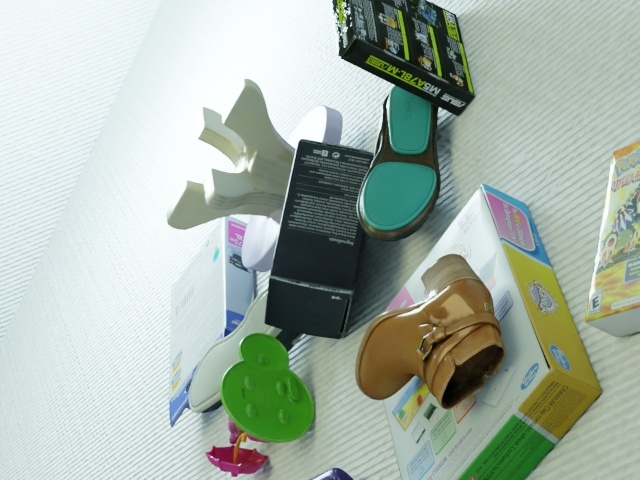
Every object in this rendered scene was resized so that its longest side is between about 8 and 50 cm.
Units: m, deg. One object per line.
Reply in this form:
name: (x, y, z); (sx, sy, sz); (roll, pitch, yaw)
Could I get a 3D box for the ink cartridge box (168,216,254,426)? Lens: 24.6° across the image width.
ink cartridge box: (-0.169, 0.127, 2.263); (0.186, 0.065, 0.311); (-52, 24, 33)

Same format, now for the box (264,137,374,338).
box: (0.000, 0.000, 1.888); (0.153, 0.108, 0.207); (100, -179, -62)

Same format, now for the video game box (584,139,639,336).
video game box: (0.332, -0.021, 1.326); (0.205, 0.048, 0.187); (-26, 44, 57)

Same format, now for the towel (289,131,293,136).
towel: (-0.026, -0.051, 2.154); (0.209, 0.034, 0.285); (-67, 21, 5)

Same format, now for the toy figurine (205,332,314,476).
toy figurine: (-0.100, 0.236, 1.947); (0.159, 0.130, 0.173); (122, 151, -42)

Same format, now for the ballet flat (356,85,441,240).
ballet flat: (0.106, -0.078, 1.822); (0.096, 0.095, 0.280); (88, -167, -46)

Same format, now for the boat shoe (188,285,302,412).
boat shoe: (-0.093, 0.156, 2.038); (0.254, 0.079, 0.095); (-52, 40, 25)

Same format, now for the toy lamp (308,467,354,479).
toy lamp: (-0.063, 0.373, 1.728); (0.275, 0.080, 0.080); (-43, 29, 12)

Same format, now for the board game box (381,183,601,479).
board game box: (0.160, 0.124, 1.542); (0.242, 0.064, 0.316); (-54, 26, 28)

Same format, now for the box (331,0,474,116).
box: (0.102, -0.262, 1.876); (0.045, 0.184, 0.190); (-49, 30, 32)

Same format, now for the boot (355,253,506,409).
boot: (0.108, 0.124, 1.484); (0.197, 0.073, 0.152); (-58, 28, 26)

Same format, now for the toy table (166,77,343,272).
toy table: (-0.099, -0.094, 2.106); (0.274, 0.161, 0.252); (-63, 22, 15)
